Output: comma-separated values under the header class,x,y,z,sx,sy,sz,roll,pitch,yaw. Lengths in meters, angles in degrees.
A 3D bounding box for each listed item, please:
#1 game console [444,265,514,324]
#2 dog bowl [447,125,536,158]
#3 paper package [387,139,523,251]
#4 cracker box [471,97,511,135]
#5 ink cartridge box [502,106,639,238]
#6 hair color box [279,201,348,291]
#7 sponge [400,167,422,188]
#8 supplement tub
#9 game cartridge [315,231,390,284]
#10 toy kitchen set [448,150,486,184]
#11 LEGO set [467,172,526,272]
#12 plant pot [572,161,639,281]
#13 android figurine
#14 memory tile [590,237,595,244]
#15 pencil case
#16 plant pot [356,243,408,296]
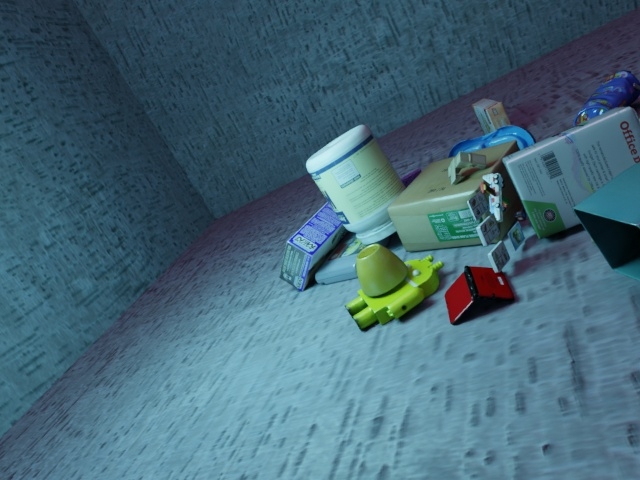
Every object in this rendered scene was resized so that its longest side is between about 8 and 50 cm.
class,x,y,z,sx,sy,sz,roll,pitch,yaw
game console,0.351,0.124,1.143,0.124,0.085,0.144,4,24,5
dog bowl,0.573,-0.281,1.697,0.297,0.166,0.074,-15,11,43
paper package,0.407,-0.121,1.488,0.324,0.168,0.309,-9,29,50
cracker box,0.693,-0.482,2.056,0.067,0.156,0.232,-28,16,10
ink cartridge box,0.598,-0.156,1.182,0.278,0.202,0.117,-24,7,20
hair color box,0.000,0.000,1.788,0.339,0.110,0.185,-45,-20,-42
sponge,0.301,-0.163,1.873,0.210,0.117,0.031,-29,15,6
supplement tub,0.130,-0.175,1.633,0.235,0.325,0.235,-32,12,8
game cartridge,0.124,0.036,1.720,0.196,0.060,0.294,-12,24,37
toy kitchen set,0.391,-0.183,1.369,0.083,0.075,0.068,109,167,-65
LEGO set,0.419,-0.053,1.225,0.060,0.183,0.244,-17,13,46
plant pot,0.614,-0.058,0.881,0.234,0.165,0.166,-41,17,2
android figurine,0.195,0.127,1.331,0.272,0.056,0.248,-33,16,-1
memory tile,0.655,-0.035,1.085,0.148,0.012,0.113,-39,19,-26
pencil case,0.899,-0.418,1.587,0.133,0.119,0.306,-6,29,50
plant pot,0.145,0.066,1.326,0.134,0.095,0.134,-30,16,10
